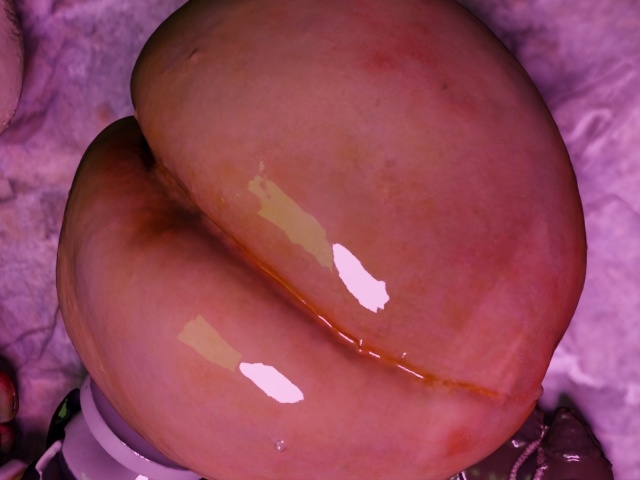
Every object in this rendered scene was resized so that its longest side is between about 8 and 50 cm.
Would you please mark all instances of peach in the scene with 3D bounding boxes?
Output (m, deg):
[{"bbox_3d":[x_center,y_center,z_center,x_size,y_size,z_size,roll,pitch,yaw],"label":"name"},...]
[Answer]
[{"bbox_3d":[0.000,-0.001,0.517,0.292,0.247,0.292,-2,83,18],"label":"peach"}]

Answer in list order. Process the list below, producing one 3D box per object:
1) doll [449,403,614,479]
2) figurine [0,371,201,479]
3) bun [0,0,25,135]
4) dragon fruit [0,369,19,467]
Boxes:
[{"bbox_3d":[0.114,0.139,0.584,0.139,0.057,0.165,1,96,35],"label":"doll"},{"bbox_3d":[-0.168,0.208,0.731,0.176,0.133,0.236,49,117,18],"label":"figurine"},{"bbox_3d":[-0.328,-0.156,0.752,0.239,0.141,0.239,5,101,25],"label":"bun"},{"bbox_3d":[-0.357,0.137,0.813,0.218,0.198,0.272,-5,72,61],"label":"dragon fruit"}]
